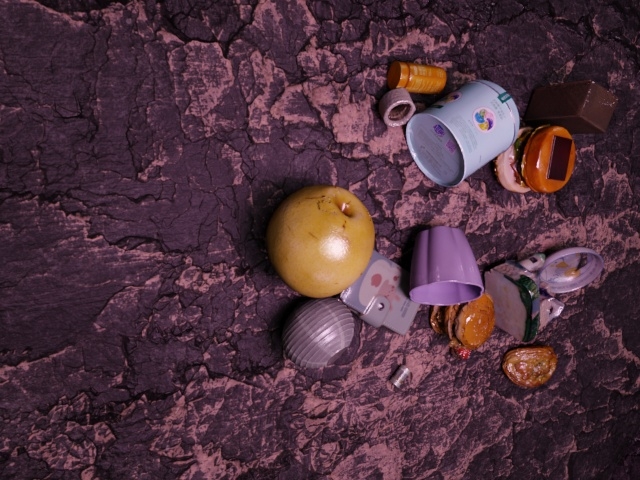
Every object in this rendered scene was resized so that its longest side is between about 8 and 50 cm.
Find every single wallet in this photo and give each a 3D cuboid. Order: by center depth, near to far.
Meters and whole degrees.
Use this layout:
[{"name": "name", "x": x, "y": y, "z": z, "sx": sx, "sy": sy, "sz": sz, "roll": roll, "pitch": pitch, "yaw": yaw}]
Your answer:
[{"name": "wallet", "x": 0.233, "y": 0.200, "z": 1.549, "sx": 0.360, "sy": 0.083, "sz": 0.252, "roll": 32, "pitch": 81, "yaw": -24}]

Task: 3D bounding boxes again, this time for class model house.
[{"name": "model house", "x": 0.877, "y": 0.217, "z": 1.738, "sx": 0.284, "sy": 0.243, "sz": 0.299, "roll": -24, "pitch": 119, "yaw": -22}]

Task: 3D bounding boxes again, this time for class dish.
[{"name": "dish", "x": 1.106, "y": 0.103, "z": 1.865, "sx": 0.273, "sy": 0.134, "sz": 0.273, "roll": 0, "pitch": 134, "yaw": 0}]

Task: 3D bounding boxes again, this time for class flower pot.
[{"name": "flower pot", "x": 0.448, "y": 0.092, "z": 1.517, "sx": 0.265, "sy": 0.265, "sz": 0.243, "roll": 16, "pitch": 58, "yaw": -24}]

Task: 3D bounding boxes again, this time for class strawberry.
[{"name": "strawberry", "x": 0.599, "y": 0.461, "z": 1.750, "sx": 0.096, "sy": 0.083, "sz": 0.083, "roll": -48, "pitch": 116, "yaw": -40}]

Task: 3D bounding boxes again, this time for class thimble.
[{"name": "thimble", "x": 0.261, "y": -0.459, "z": 1.417, "sx": 0.115, "sy": 0.090, "sz": 0.102, "roll": -24, "pitch": 139, "yaw": 14}]

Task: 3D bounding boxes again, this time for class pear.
[{"name": "pear", "x": 0.000, "y": 0.000, "z": 1.276, "sx": 0.348, "sy": 0.348, "sz": 0.349, "roll": -4, "pitch": 101, "yaw": -22}]

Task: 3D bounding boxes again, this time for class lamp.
[{"name": "lamp", "x": -0.008, "y": 0.301, "z": 1.388, "sx": 0.265, "sy": 0.233, "sz": 0.233, "roll": -38, "pitch": 111, "yaw": -5}]

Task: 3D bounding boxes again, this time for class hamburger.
[{"name": "hamburger", "x": 0.840, "y": -0.323, "z": 1.632, "sx": 0.290, "sy": 0.225, "sz": 0.291, "roll": -7, "pitch": 105, "yaw": -28}, {"name": "hamburger", "x": 0.571, "y": 0.310, "z": 1.644, "sx": 0.245, "sy": 0.211, "sz": 0.261, "roll": 45, "pitch": 76, "yaw": -28}]

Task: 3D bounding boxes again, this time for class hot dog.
[{"name": "hot dog", "x": 0.973, "y": 0.570, "z": 1.899, "sx": 0.272, "sy": 0.122, "sz": 0.196, "roll": 3, "pitch": 104, "yaw": -25}]

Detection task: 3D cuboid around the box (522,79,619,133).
[{"name": "box", "x": 0.981, "y": -0.519, "z": 1.632, "sx": 0.184, "sy": 0.273, "sz": 0.143, "roll": 17, "pitch": 95, "yaw": -23}]

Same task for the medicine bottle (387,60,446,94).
[{"name": "medicine bottle", "x": 0.339, "y": -0.572, "z": 1.450, "sx": 0.191, "sy": 0.096, "sz": 0.096, "roll": -2, "pitch": 100, "yaw": -22}]

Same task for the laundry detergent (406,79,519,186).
[{"name": "laundry detergent", "x": 0.510, "y": -0.387, "z": 1.449, "sx": 0.305, "sy": 0.287, "sz": 0.287, "roll": -34, "pitch": 110, "yaw": -14}]

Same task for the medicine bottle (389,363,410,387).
[{"name": "medicine bottle", "x": 0.322, "y": 0.547, "z": 1.661, "sx": 0.047, "sy": 0.047, "sz": 0.083, "roll": 43, "pitch": 81, "yaw": -23}]
